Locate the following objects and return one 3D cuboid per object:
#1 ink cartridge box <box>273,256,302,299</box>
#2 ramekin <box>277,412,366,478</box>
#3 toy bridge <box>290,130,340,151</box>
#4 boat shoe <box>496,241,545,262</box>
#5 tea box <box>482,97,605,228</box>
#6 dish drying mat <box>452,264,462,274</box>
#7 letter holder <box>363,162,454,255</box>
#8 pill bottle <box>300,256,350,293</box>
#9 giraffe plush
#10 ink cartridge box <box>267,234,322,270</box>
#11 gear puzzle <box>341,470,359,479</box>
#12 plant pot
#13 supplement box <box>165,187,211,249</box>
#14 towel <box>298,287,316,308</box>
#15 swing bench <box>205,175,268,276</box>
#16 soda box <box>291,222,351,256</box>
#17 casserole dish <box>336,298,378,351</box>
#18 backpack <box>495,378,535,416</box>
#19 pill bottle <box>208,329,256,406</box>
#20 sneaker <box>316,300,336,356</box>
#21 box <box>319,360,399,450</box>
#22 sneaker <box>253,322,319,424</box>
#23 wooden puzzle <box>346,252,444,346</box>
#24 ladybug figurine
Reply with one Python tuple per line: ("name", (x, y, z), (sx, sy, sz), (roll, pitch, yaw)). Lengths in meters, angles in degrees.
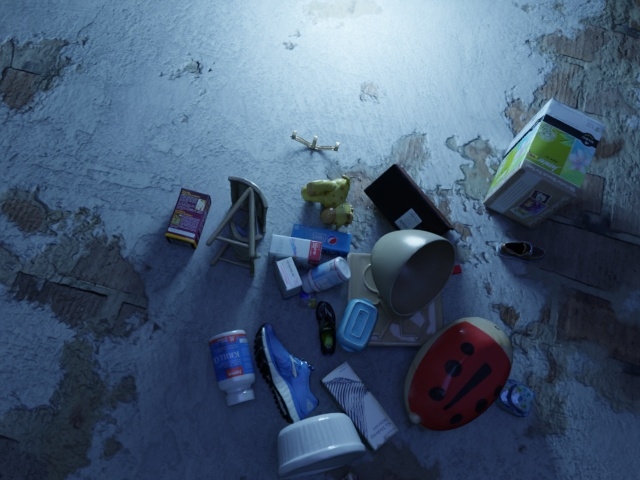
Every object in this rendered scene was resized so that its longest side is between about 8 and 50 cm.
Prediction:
("ink cartridge box", (-0.110, 0.125, 1.875), (0.062, 0.181, 0.104), (-20, 75, -12))
("ramekin", (-0.008, 0.616, 1.687), (0.273, 0.273, 0.127), (-12, 61, -10))
("toy bridge", (-0.024, -0.369, 2.113), (0.188, 0.063, 0.026), (15, 70, -3))
("boat shoe", (0.746, 0.040, 2.059), (0.183, 0.066, 0.066), (3, 71, -5))
("tea box", (0.799, -0.266, 2.030), (0.220, 0.329, 0.323), (28, 70, 3))
("dish drying mat", (0.472, 0.111, 2.036), (0.083, 0.008, 0.032), (-10, 72, -9))
("letter holder", (0.329, -0.112, 2.037), (0.152, 0.214, 0.301), (-41, 79, 15))
("pill bottle", (0.015, 0.122, 1.899), (0.160, 0.087, 0.087), (-24, 72, 23))
("giraffe plush", (0.047, -0.126, 1.992), (0.210, 0.181, 0.170), (-12, 85, 7))
("ink cartridge box", (-0.090, 0.044, 1.933), (0.175, 0.127, 0.072), (10, 70, -3))
("gear puzzle", (0.059, 0.898, 1.712), (0.175, 0.044, 0.339), (36, 74, 4))
("plant pot", (0.275, 0.075, 1.835), (0.284, 0.284, 0.191), (-35, 47, -16))
("supplement box", (-0.459, -0.076, 1.957), (0.104, 0.081, 0.188), (15, 71, -1))
("towel", (-0.043, 0.197, 1.949), (0.060, 0.009, 0.083), (5, 71, -4))
("swing bench", (-0.262, -0.043, 1.878), (0.165, 0.253, 0.254), (16, 71, -1))
("soda box", (0.000, 0.000, 1.990), (0.210, 0.067, 0.071), (11, 71, -2))
("casserole dish", (0.125, 0.275, 1.838), (0.114, 0.037, 0.188), (26, 68, -2))
("backpack", (0.653, 0.523, 1.877), (0.114, 0.084, 0.105), (29, 68, 7))
("pill bottle", (-0.276, 0.409, 1.792), (0.124, 0.124, 0.221), (-14, 73, -11))
("sneaker", (0.025, 0.294, 1.888), (0.067, 0.078, 0.188), (-3, 71, -7))
("box", (0.122, 0.533, 1.809), (0.113, 0.094, 0.275), (-37, 78, -16))
("sneaker", (-0.109, 0.418, 1.823), (0.147, 0.130, 0.329), (-20, 78, -27))
("wooden puzzle", (0.255, 0.209, 1.948), (0.348, 0.080, 0.322), (4, 71, -10))
("ladybug figurine", (0.462, 0.437, 1.813), (0.449, 0.162, 0.305), (-42, 99, -18))
